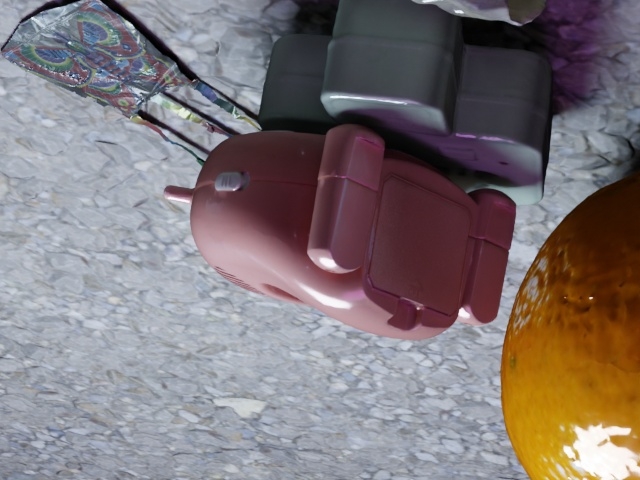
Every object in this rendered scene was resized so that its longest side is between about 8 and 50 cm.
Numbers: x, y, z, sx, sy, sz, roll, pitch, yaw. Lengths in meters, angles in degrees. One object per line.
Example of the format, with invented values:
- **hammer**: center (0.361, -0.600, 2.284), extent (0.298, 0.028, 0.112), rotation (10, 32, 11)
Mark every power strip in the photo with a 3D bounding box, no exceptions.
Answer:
- **power strip**: center (0.070, -0.131, 1.291), extent (0.230, 0.141, 0.261), rotation (6, 165, 11)

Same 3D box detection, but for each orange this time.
- **orange**: center (0.356, 0.103, 1.371), extent (0.424, 0.326, 0.424), rotation (5, 164, 2)

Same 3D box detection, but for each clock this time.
- **clock**: center (0.000, 0.000, 1.318), extent (0.241, 0.142, 0.227), rotation (4, 167, 44)

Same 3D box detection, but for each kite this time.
- **kite**: center (-0.145, -0.127, 1.455), extent (0.285, 0.015, 0.152), rotation (34, 146, -31)

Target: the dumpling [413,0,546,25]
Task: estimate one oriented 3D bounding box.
- **dumpling**: center (0.088, -0.206, 1.116), extent (0.108, 0.127, 0.188), rotation (-26, 140, 38)
